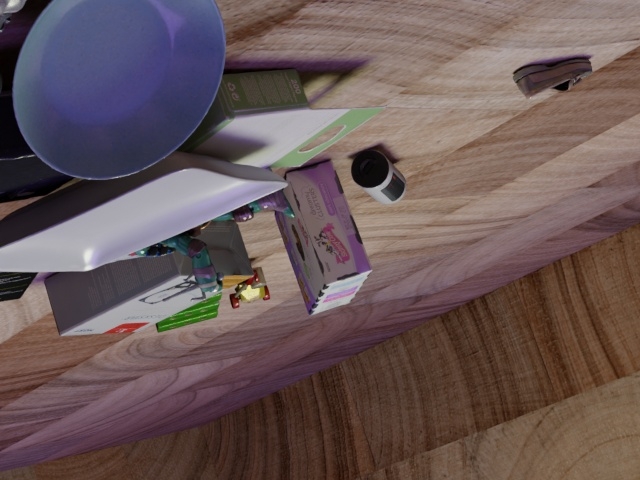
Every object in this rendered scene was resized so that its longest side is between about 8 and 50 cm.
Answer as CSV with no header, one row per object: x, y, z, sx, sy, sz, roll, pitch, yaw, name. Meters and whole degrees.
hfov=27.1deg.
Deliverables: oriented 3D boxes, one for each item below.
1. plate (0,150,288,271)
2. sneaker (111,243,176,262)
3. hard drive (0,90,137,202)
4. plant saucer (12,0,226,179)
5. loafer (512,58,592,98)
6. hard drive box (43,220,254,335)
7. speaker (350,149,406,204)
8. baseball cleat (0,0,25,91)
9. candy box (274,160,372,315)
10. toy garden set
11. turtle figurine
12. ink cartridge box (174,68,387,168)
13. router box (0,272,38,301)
-0.205,-0.033,1.393,0.277,0.045,0.278,-21,172,18,plate
-0.264,-0.003,1.697,0.190,0.071,0.083,-8,174,-20,sneaker
-0.361,-0.066,1.158,0.339,0.064,0.237,-12,176,-32,hard drive
-0.169,-0.144,1.090,0.195,0.037,0.195,-23,132,-28,plant saucer
0.301,-0.204,1.701,0.125,0.039,0.045,-11,165,-32,loafer
-0.243,0.053,1.893,0.232,0.089,0.181,-25,166,29,hard drive box
0.082,-0.087,1.849,0.055,0.055,0.136,-21,167,10,speaker
-0.252,-0.157,0.991,0.109,0.072,0.206,-33,176,-1,baseball cleat
0.000,0.000,1.845,0.070,0.165,0.196,-17,168,-11,candy box
-0.180,0.081,2.223,0.204,0.049,0.244,-15,167,-12,toy garden set
-0.156,-0.021,1.581,0.234,0.175,0.118,-27,150,0,turtle figurine
-0.067,-0.126,1.449,0.235,0.056,0.171,-12,167,-43,ink cartridge box
-0.422,0.034,1.590,0.179,0.046,0.133,-9,154,-41,router box
